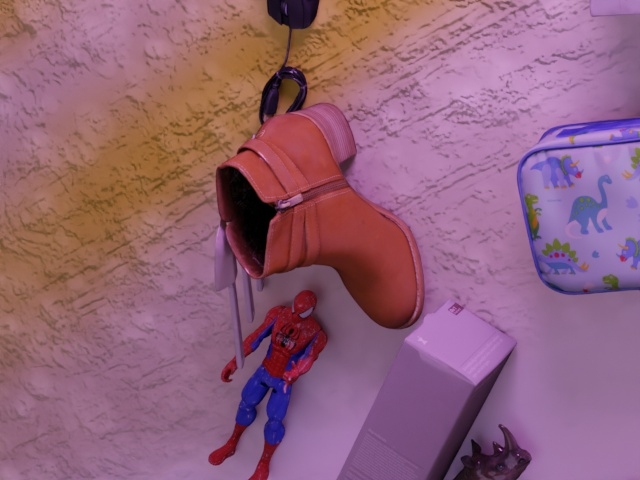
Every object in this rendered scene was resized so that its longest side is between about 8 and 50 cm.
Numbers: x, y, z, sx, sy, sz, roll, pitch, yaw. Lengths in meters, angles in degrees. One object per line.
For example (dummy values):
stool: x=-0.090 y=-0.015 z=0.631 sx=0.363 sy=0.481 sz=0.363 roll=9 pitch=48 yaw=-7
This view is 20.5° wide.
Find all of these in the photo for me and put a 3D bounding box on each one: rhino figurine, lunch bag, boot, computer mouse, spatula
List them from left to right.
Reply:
spatula: x=-0.089 y=0.023 z=1.975 sx=0.019 sy=0.168 sz=0.242 roll=6 pitch=139 yaw=6
computer mouse: x=-0.042 y=-0.227 z=1.952 sx=0.071 sy=0.041 sz=0.242 roll=18 pitch=119 yaw=21
boot: x=0.000 y=0.000 z=1.914 sx=0.109 sy=0.220 sz=0.283 roll=-12 pitch=104 yaw=32
rhino figurine: x=0.192 y=0.320 z=2.033 sx=0.106 sy=0.073 sz=0.243 roll=14 pitch=115 yaw=20
lunch bag: x=0.317 y=-0.040 z=1.801 sx=0.219 sy=0.090 sz=0.176 roll=-6 pitch=108 yaw=31

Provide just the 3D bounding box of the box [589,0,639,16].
box: x=0.314 y=-0.275 z=1.705 sx=0.102 sy=0.087 sz=0.101 roll=1 pitch=111 yaw=29

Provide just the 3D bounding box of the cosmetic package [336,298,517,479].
cosmetic package: x=0.115 y=0.198 z=1.993 sx=0.107 sy=0.127 sz=0.238 roll=35 pitch=125 yaw=13

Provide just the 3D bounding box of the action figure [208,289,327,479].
action figure: x=-0.072 y=0.184 z=2.089 sx=0.091 sy=0.139 sz=0.280 roll=30 pitch=119 yaw=14
